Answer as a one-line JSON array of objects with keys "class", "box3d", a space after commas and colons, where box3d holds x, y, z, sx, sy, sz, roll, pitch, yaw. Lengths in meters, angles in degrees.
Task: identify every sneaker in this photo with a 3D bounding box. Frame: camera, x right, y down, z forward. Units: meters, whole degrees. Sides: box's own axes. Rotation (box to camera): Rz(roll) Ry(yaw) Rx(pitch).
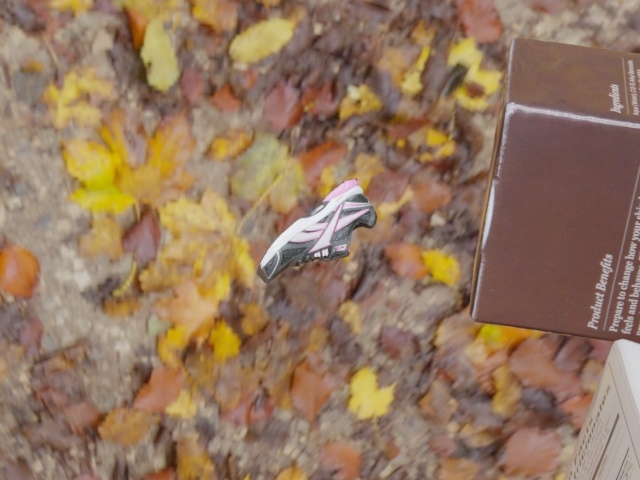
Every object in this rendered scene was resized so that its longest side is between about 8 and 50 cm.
[{"class": "sneaker", "box3d": [0.000, 0.000, 1.873, 0.178, 0.072, 0.077, -40, 87, -6]}]

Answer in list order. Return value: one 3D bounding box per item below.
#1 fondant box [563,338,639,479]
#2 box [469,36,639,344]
[{"class": "fondant box", "box3d": [0.192, 0.146, 0.389, 0.238, 0.330, 0.096, 17, 105, 2]}, {"class": "box", "box3d": [0.315, -0.020, 1.108, 0.382, 0.191, 0.143, 8, 32, 3]}]
